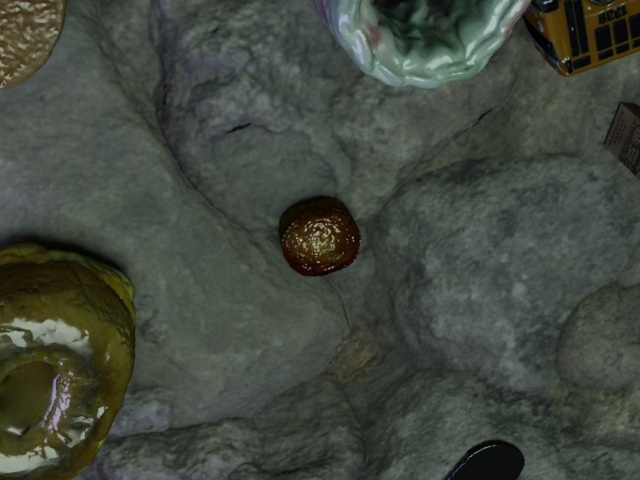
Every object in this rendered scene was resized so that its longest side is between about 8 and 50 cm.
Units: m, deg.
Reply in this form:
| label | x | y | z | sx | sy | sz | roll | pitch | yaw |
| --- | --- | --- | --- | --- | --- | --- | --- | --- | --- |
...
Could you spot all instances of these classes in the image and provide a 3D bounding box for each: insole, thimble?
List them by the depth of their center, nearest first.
| label | x | y | z | sx | sy | sz | roll | pitch | yaw |
| --- | --- | --- | --- | --- | --- | --- | --- | --- | --- |
| thimble | 0.095 | -0.245 | 1.104 | 0.211 | 0.149 | 0.185 | -27 | 123 | 3 |
| insole | 0.127 | 0.376 | 1.604 | 0.119 | 0.009 | 0.348 | 29 | 112 | -30 |

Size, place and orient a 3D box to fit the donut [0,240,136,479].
| label | x | y | z | sx | sy | sz | roll | pitch | yaw |
| --- | --- | --- | --- | --- | --- | --- | --- | --- | --- |
| donut | -0.299 | 0.132 | 1.262 | 0.208 | 0.128 | 0.261 | 9 | 118 | -19 |

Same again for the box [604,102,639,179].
| label | x | y | z | sx | sy | sz | roll | pitch | yaw |
| --- | --- | --- | --- | --- | --- | --- | --- | --- | --- |
| box | 0.329 | -0.099 | 1.297 | 0.024 | 0.083 | 0.053 | 2 | 121 | -23 |

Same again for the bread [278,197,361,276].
| label | x | y | z | sx | sy | sz | roll | pitch | yaw |
| --- | --- | --- | --- | --- | --- | --- | --- | --- | --- |
| bread | 0.000 | 0.000 | 1.296 | 0.085 | 0.053 | 0.085 | -7 | 124 | -10 |

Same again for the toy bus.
| label | x | y | z | sx | sy | sz | roll | pitch | yaw |
| --- | --- | --- | --- | --- | --- | --- | --- | --- | --- |
| toy bus | 0.287 | -0.235 | 1.190 | 0.201 | 0.098 | 0.114 | -21 | 125 | -2 |

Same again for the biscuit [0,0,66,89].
| label | x | y | z | sx | sy | sz | roll | pitch | yaw |
| --- | --- | --- | --- | --- | --- | --- | --- | --- | --- |
| biscuit | -0.308 | -0.219 | 1.075 | 0.181 | 0.049 | 0.208 | -7 | 124 | -10 |
